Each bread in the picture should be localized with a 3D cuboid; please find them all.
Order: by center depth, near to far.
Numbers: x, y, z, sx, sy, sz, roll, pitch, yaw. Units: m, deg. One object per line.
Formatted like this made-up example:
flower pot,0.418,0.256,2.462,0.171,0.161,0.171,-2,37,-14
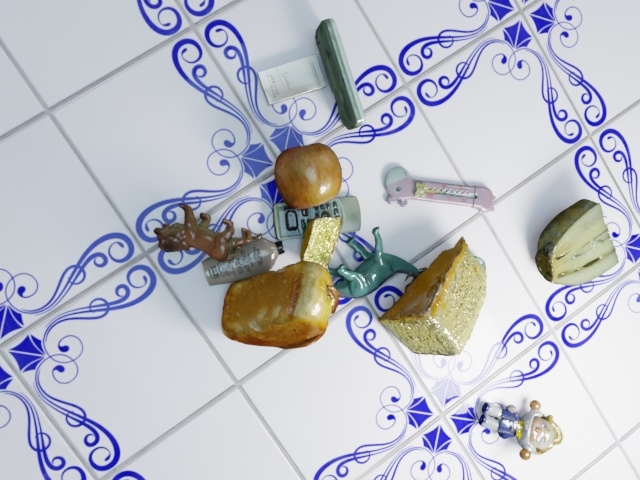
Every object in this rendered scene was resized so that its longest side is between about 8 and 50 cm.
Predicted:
bread,0.000,0.000,1.864,0.103,0.065,0.187,12,103,-17
bread,0.368,0.192,1.934,0.248,0.279,0.315,45,51,-20

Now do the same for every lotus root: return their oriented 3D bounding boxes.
lotus root,0.848,0.031,2.041,0.260,0.149,0.267,-35,116,-5

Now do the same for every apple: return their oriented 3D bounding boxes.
apple,-0.038,-0.198,1.810,0.211,0.211,0.188,-15,102,-11

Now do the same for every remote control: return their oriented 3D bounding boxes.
remote control,0.057,-0.513,1.860,0.065,0.128,0.335,-20,95,-11
remote control,-0.009,-0.073,1.903,0.285,0.038,0.123,-5,92,-12

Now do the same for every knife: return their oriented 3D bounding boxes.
knife,0.405,-0.161,1.990,0.398,0.038,0.132,6,93,-13

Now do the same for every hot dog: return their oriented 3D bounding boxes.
hot dog,-0.098,0.202,1.750,0.223,0.405,0.185,30,55,-37

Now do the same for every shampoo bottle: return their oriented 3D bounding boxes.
shampoo bottle,-0.232,0.060,1.838,0.256,0.078,0.127,-19,91,-8

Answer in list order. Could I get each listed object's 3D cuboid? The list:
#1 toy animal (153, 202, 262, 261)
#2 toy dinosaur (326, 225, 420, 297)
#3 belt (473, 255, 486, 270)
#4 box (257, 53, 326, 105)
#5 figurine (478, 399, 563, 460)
toy animal,-0.350,-0.006,1.784,0.312,0.097,0.158,20,83,9
toy dinosaur,0.180,0.154,1.929,0.383,0.129,0.331,-44,108,-7
belt,0.496,0.111,2.006,0.105,0.058,0.140,42,82,-13
box,-0.090,-0.506,1.880,0.198,0.029,0.109,-21,96,-10
figurine,0.675,0.647,2.029,0.274,0.133,0.194,0,68,-6
